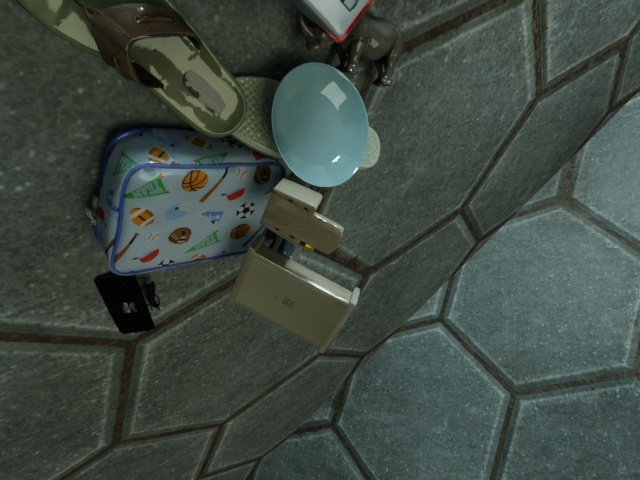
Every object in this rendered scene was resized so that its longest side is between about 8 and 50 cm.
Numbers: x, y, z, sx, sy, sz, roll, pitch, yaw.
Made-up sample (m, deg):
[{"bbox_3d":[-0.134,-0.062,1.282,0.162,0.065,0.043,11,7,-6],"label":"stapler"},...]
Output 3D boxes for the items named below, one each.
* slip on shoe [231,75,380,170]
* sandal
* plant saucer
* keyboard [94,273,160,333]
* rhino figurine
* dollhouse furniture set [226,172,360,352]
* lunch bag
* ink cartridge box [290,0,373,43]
[{"bbox_3d":[-0.040,-0.191,0.712,0.331,0.101,0.123,7,91,-38],"label":"slip on shoe"},{"bbox_3d":[-0.198,-0.232,0.479,0.120,0.086,0.303,-49,133,9],"label":"sandal"},{"bbox_3d":[-0.004,-0.184,0.654,0.195,0.037,0.195,-3,95,-37],"label":"plant saucer"},{"bbox_3d":[-0.373,0.120,0.806,0.100,0.038,0.192,-4,138,-12],"label":"keyboard"},{"bbox_3d":[0.054,-0.332,0.667,0.243,0.073,0.106,-4,113,-44],"label":"rhino figurine"},{"bbox_3d":[0.000,0.000,0.783,0.286,0.198,0.303,-61,-179,33],"label":"dollhouse furniture set"},{"bbox_3d":[-0.218,-0.058,0.673,0.303,0.115,0.243,-9,138,-43],"label":"lunch bag"},{"bbox_3d":[0.056,-0.415,0.446,0.272,0.130,0.309,25,114,-42],"label":"ink cartridge box"}]
